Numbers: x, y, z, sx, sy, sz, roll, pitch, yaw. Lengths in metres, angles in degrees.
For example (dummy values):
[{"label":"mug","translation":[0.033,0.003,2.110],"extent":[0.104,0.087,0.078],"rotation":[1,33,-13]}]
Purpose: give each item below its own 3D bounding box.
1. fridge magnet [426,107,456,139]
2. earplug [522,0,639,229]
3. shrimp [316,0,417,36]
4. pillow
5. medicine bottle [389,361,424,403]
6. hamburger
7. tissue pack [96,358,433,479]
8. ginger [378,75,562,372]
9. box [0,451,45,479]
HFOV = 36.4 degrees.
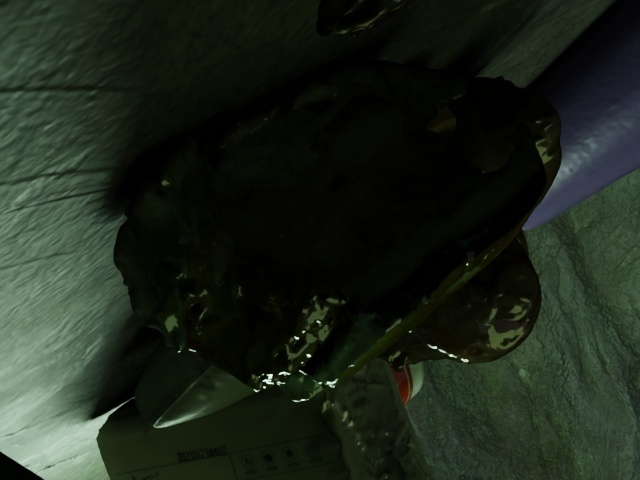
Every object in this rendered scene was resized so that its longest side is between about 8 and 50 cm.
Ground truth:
[{"label":"fridge magnet","translation":[0.061,-0.086,0.832],"extent":[0.143,0.063,0.143],"rotation":[-36,175,-4]},{"label":"earplug","translation":[0.385,-0.168,1.445],"extent":[0.215,0.215,0.456],"rotation":[-32,174,-44]},{"label":"shrimp","translation":[0.075,-0.161,0.512],"extent":[0.251,0.052,0.143],"rotation":[-36,175,-29]},{"label":"pillow","translation":[-0.047,0.078,1.077],"extent":[0.255,0.120,0.322],"rotation":[-42,170,25]},{"label":"medicine bottle","translation":[-0.002,0.202,1.521],"extent":[0.240,0.252,0.252],"rotation":[-34,171,-26]},{"label":"hamburger","translation":[0.000,0.000,0.647],"extent":[0.288,0.168,0.192],"rotation":[-33,169,-40]},{"label":"tissue pack","translation":[-0.068,0.308,1.272],"extent":[0.380,0.297,0.207],"rotation":[-15,-173,29]},{"label":"ginger","translation":[0.139,-0.029,0.940],"extent":[0.256,0.176,0.375],"rotation":[-48,-165,52]},{"label":"box","translation":[-0.270,0.242,0.623],"extent":[0.166,0.220,0.290],"rotation":[-62,171,3]}]
